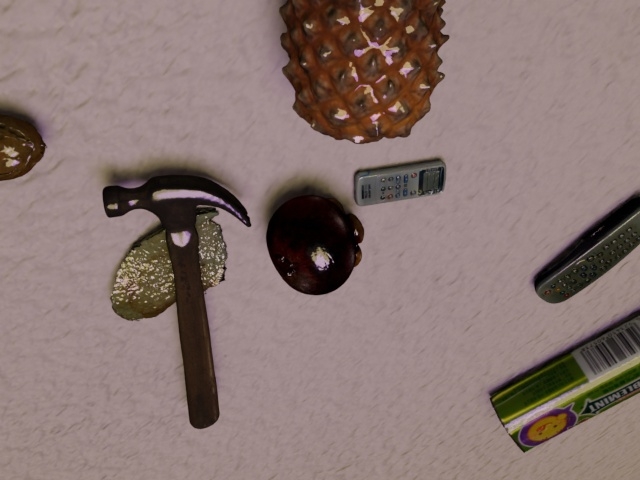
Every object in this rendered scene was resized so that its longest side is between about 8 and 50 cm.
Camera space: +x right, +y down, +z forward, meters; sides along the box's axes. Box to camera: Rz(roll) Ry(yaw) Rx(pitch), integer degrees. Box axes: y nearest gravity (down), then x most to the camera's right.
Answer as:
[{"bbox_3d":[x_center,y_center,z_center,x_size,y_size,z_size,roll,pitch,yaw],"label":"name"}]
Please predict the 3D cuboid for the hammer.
[{"bbox_3d":[-0.177,0.105,0.865,0.168,0.044,0.440,-6,128,-12],"label":"hammer"}]

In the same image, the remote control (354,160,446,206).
[{"bbox_3d":[0.105,-0.076,0.837,0.124,0.018,0.053,-8,129,-7],"label":"remote control"}]

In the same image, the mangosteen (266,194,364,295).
[{"bbox_3d":[0.000,0.000,0.817,0.139,0.140,0.140,-7,129,-9],"label":"mangosteen"}]

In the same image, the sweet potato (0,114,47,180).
[{"bbox_3d":[-0.408,-0.106,0.661,0.232,0.062,0.081,8,110,-16],"label":"sweet potato"}]

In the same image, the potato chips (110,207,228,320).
[{"bbox_3d":[-0.196,0.040,0.850,0.142,0.026,0.209,12,122,-23],"label":"potato chips"}]

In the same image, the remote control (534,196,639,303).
[{"bbox_3d":[0.425,0.017,0.975,0.072,0.042,0.222,30,117,-31],"label":"remote control"}]

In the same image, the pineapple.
[{"bbox_3d":[0.037,-0.270,0.576,0.174,0.175,0.361,-9,129,-7],"label":"pineapple"}]

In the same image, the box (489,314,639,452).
[{"bbox_3d":[0.487,0.254,1.139,0.345,0.097,0.134,-32,127,12],"label":"box"}]
